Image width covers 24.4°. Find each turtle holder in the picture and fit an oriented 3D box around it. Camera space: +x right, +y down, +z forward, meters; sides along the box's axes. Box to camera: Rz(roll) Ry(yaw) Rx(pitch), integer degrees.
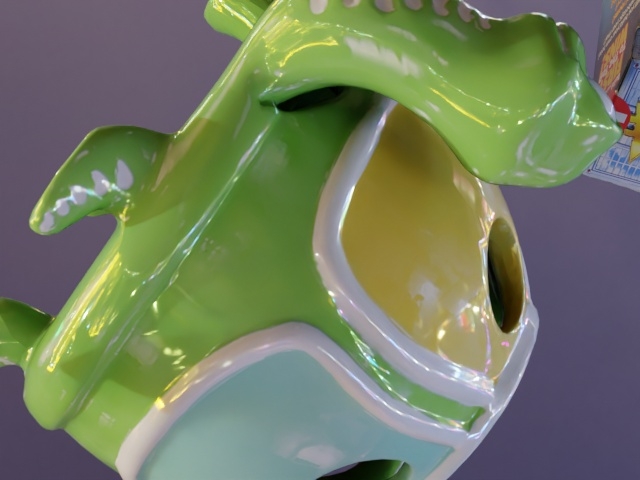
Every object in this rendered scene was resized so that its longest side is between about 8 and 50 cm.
[{"bbox_3d":[-0.001,-0.001,0.727,0.227,0.320,0.243,36,-164,-4],"label":"turtle holder"}]

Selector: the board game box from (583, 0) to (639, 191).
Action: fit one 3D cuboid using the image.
[{"bbox_3d":[0.173,-0.125,0.654,0.060,0.194,0.194,15,-109,-3],"label":"board game box"}]
